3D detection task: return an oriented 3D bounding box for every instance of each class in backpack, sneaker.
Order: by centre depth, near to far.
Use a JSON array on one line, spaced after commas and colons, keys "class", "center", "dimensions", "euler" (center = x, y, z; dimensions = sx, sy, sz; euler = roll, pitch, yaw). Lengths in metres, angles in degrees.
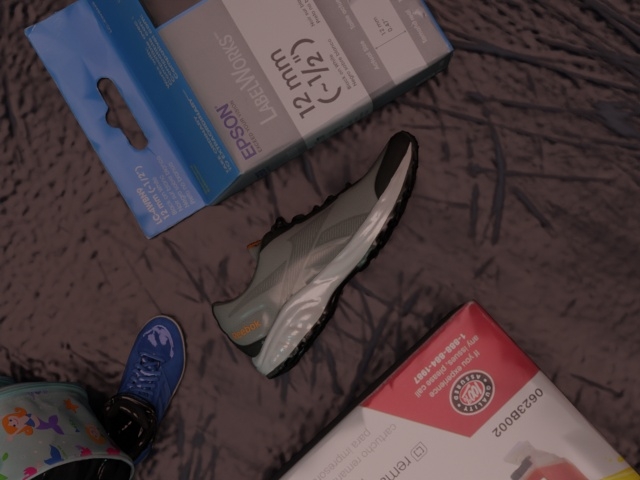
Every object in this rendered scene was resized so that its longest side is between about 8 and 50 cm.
[{"class": "backpack", "center": [-0.307, 0.228, 1.638], "dimensions": [0.253, 0.225, 0.191], "euler": [-40, 68, 20]}, {"class": "sneaker", "center": [0.000, 0.000, 1.722], "dimensions": [0.108, 0.100, 0.271], "euler": [38, 89, 7]}, {"class": "sneaker", "center": [-0.171, 0.146, 1.724], "dimensions": [0.058, 0.084, 0.152], "euler": [20, 88, 2]}]

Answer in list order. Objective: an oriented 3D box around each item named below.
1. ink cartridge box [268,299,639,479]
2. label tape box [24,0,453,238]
[{"class": "ink cartridge box", "center": [0.168, 0.287, 1.669], "dimensions": [0.279, 0.160, 0.384], "euler": [-43, 88, -5]}, {"class": "label tape box", "center": [-0.083, -0.193, 1.721], "dimensions": [0.348, 0.115, 0.249], "euler": [-30, 88, -2]}]
